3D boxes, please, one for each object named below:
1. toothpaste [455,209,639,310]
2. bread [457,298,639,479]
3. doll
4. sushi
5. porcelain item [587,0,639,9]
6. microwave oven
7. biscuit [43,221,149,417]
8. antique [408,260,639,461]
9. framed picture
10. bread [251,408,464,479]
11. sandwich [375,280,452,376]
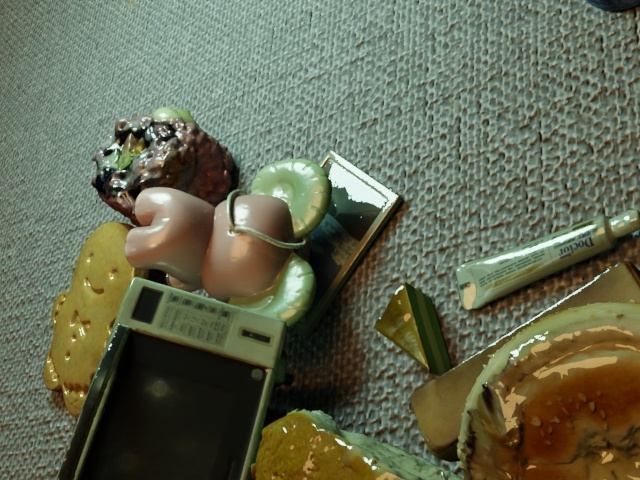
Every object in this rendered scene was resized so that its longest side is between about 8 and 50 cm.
[{"bbox_3d":[0.279,0.019,1.088,0.255,0.037,0.067,-26,59,33],"label":"toothpaste"},{"bbox_3d":[0.289,0.192,0.852,0.306,0.159,0.305,5,107,15],"label":"bread"},{"bbox_3d":[-0.118,0.006,1.296,0.268,0.216,0.284,-6,65,32],"label":"doll"},{"bbox_3d":[-0.294,-0.133,1.584,0.270,0.171,0.236,25,87,51],"label":"sushi"},{"bbox_3d":[0.390,-0.394,1.150,0.147,0.114,0.147,-21,55,33],"label":"porcelain item"},{"bbox_3d":[-0.206,0.299,1.122,0.333,0.247,0.394,126,161,-58],"label":"microwave oven"},{"bbox_3d":[-0.415,0.136,1.595,0.275,0.052,0.355,31,102,45],"label":"biscuit"},{"bbox_3d":[0.252,0.150,1.002,0.310,0.093,0.087,-37,48,21],"label":"antique"},{"bbox_3d":[0.000,0.000,1.361,0.260,0.023,0.189,-55,45,6],"label":"framed picture"},{"bbox_3d":[0.044,0.355,0.990,0.250,0.225,0.279,15,90,51],"label":"bread"},{"bbox_3d":[0.141,0.120,1.132,0.116,0.074,0.074,37,95,45],"label":"sandwich"}]
